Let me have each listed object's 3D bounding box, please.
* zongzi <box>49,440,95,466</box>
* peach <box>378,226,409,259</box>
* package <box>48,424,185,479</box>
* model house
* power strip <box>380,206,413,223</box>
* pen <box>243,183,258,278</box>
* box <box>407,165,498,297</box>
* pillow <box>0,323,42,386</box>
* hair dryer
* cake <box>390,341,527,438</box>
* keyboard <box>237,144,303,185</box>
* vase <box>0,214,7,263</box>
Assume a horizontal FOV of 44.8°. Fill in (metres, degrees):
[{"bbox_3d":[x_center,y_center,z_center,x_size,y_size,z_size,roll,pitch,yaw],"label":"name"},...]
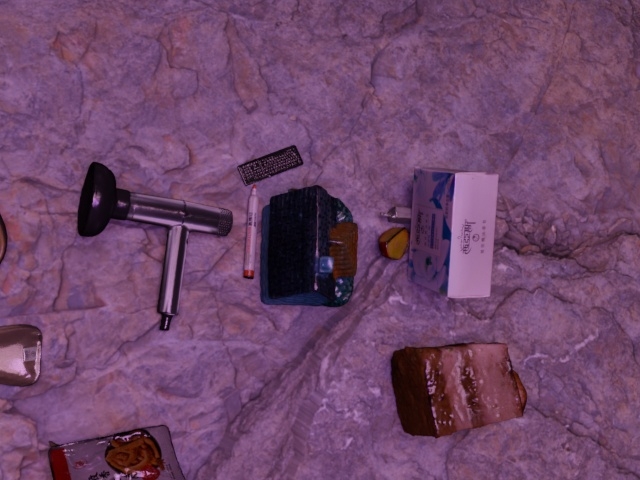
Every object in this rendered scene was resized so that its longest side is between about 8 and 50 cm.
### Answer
[{"bbox_3d":[-0.486,0.420,1.537,0.076,0.040,0.083,-19,67,-27],"label":"zongzi"},{"bbox_3d":[0.169,0.003,1.827,0.077,0.050,0.083,21,81,-37],"label":"peach"},{"bbox_3d":[-0.394,0.443,1.508,0.239,0.030,0.154,-8,44,-24],"label":"package"},{"bbox_3d":[0.000,0.000,1.676,0.226,0.241,0.261,3,77,-15],"label":"model house"},{"bbox_3d":[0.232,-0.057,1.863,0.191,0.047,0.030,5,72,-18],"label":"power strip"},{"bbox_3d":[-0.154,-0.022,1.743,0.026,0.026,0.218,7,76,-16],"label":"pen"},{"bbox_3d":[0.294,-0.024,1.752,0.116,0.203,0.274,0,99,-18],"label":"box"},{"bbox_3d":[-0.661,0.222,1.521,0.218,0.033,0.130,1,75,-17],"label":"pillow"},{"bbox_3d":[-0.355,0.015,1.609,0.320,0.156,0.284,19,62,-22],"label":"hair dryer"},{"bbox_3d":[0.323,0.318,1.729,0.293,0.196,0.198,-6,78,-18],"label":"cake"},{"bbox_3d":[-0.115,-0.174,1.797,0.155,0.010,0.053,-24,87,-21],"label":"keyboard"},{"bbox_3d":[-0.756,-0.020,1.466,0.329,0.241,0.302,27,82,-38],"label":"vase"}]
